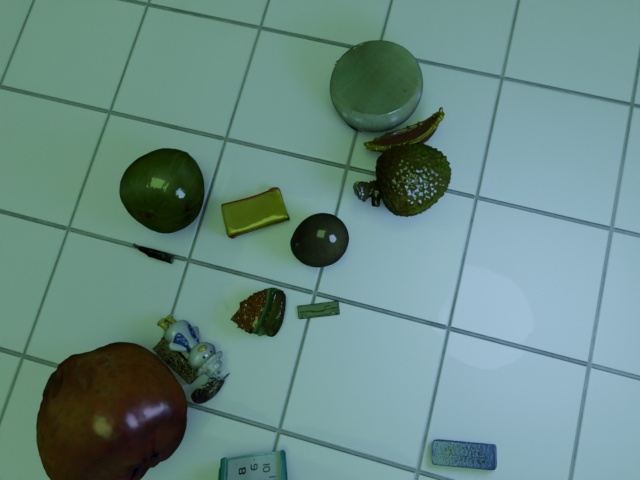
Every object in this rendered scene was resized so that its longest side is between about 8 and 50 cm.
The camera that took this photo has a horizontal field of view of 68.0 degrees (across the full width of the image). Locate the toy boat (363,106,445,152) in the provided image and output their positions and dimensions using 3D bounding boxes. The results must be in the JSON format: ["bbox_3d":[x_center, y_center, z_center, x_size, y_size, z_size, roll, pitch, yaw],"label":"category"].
[{"bbox_3d":[0.320,-0.395,1.787,0.317,0.099,0.141,-23,34,7],"label":"toy boat"}]

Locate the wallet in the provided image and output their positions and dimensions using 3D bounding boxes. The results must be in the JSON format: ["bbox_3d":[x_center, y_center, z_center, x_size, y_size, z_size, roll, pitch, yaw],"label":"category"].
[{"bbox_3d":[-0.249,-0.105,1.798,0.241,0.067,0.141,-17,75,-5],"label":"wallet"}]

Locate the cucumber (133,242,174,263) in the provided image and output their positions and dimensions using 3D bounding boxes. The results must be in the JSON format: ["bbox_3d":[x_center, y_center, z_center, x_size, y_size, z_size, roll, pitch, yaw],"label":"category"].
[{"bbox_3d":[-0.632,0.050,1.797,0.163,0.043,0.039,15,53,7],"label":"cucumber"}]

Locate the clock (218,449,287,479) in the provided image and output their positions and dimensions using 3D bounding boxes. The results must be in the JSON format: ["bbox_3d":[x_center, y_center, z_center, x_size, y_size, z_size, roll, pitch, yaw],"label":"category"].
[{"bbox_3d":[-0.217,0.848,1.559,0.231,0.116,0.262,-7,42,-2],"label":"clock"}]

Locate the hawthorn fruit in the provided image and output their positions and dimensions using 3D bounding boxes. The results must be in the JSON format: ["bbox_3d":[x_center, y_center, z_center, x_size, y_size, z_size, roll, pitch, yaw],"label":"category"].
[{"bbox_3d":[-0.673,0.555,1.514,0.471,0.472,0.472,-1,80,3],"label":"hawthorn fruit"}]

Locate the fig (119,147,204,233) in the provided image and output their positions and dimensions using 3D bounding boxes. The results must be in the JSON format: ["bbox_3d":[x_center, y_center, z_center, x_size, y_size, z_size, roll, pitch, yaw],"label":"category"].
[{"bbox_3d":[-0.556,-0.197,1.729,0.316,0.316,0.316,-1,80,3],"label":"fig"}]

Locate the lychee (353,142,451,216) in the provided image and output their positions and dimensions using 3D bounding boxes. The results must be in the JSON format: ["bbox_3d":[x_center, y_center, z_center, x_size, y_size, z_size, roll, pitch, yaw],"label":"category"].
[{"bbox_3d":[0.302,-0.211,1.683,0.320,0.270,0.270,-42,80,16],"label":"lychee"}]

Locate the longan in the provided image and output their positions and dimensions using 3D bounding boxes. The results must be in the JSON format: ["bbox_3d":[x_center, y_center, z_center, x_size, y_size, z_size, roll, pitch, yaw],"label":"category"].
[{"bbox_3d":[0.000,0.000,1.694,0.220,0.196,0.197,-40,78,34],"label":"longan"}]

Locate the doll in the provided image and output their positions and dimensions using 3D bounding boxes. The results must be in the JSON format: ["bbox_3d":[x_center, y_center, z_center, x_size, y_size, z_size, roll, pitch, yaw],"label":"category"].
[{"bbox_3d":[-0.459,0.377,1.692,0.293,0.138,0.119,42,125,12],"label":"doll"}]

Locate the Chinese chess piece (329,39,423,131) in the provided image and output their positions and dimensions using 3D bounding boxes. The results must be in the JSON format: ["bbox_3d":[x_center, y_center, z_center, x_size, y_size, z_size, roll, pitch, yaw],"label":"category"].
[{"bbox_3d":[0.210,-0.578,1.792,0.349,0.146,0.350,-2,73,6],"label":"Chinese chess piece"}]

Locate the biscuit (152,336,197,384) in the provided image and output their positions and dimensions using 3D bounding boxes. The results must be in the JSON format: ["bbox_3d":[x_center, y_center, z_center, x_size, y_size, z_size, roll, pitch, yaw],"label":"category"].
[{"bbox_3d":[-0.523,0.437,1.725,0.199,0.034,0.064,41,84,10],"label":"biscuit"}]

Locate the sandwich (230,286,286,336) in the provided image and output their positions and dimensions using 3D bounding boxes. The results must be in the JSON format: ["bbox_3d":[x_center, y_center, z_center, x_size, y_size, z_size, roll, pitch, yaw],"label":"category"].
[{"bbox_3d":[-0.214,0.250,1.714,0.159,0.109,0.185,17,83,26],"label":"sandwich"}]

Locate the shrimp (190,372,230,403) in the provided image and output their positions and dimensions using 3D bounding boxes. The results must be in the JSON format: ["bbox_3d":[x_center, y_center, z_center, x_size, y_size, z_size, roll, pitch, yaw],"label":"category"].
[{"bbox_3d":[-0.388,0.521,1.692,0.165,0.056,0.065,-42,74,-7],"label":"shrimp"}]

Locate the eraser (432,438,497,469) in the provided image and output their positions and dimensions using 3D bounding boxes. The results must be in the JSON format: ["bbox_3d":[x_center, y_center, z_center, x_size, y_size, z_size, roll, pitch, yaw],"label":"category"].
[{"bbox_3d":[0.491,0.728,1.616,0.224,0.036,0.082,4,78,4],"label":"eraser"}]

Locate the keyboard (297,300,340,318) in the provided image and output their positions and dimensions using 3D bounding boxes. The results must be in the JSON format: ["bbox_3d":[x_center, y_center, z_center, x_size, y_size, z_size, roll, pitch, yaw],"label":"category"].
[{"bbox_3d":[-0.007,0.255,1.741,0.155,0.010,0.053,-6,79,2],"label":"keyboard"}]
